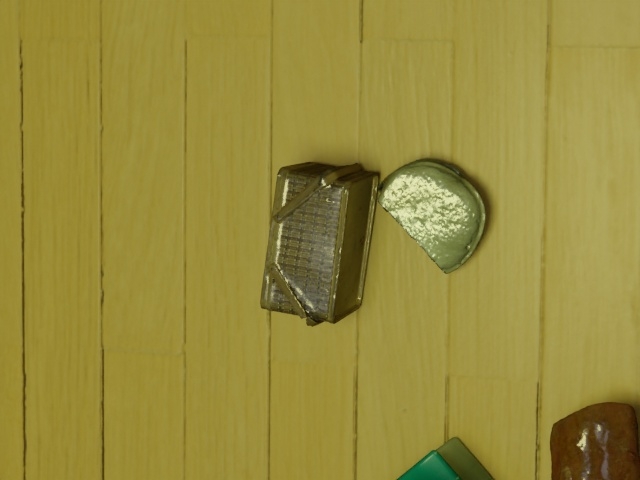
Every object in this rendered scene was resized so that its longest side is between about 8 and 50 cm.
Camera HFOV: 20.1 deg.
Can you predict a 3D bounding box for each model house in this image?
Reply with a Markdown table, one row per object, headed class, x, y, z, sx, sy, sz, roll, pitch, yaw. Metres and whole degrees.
| class | x | y | z | sx | sy | sz | roll | pitch | yaw |
| --- | --- | --- | --- | --- | --- | --- | --- | --- | --- |
| model house | 0.108 | 0.283 | 1.831 | 0.127 | 0.149 | 0.100 | -44 | 77 | 19 |

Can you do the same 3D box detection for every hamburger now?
| class | x | y | z | sx | sy | sz | roll | pitch | yaw |
| --- | --- | --- | --- | --- | --- | --- | --- | --- | --- |
| hamburger | 0.122 | -0.035 | 1.846 | 0.084 | 0.054 | 0.121 | -41 | 85 | 14 |

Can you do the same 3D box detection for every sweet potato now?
| class | x | y | z | sx | sy | sz | roll | pitch | yaw |
| --- | --- | --- | --- | --- | --- | --- | --- | --- | --- |
| sweet potato | 0.279 | 0.278 | 1.807 | 0.097 | 0.097 | 0.252 | 2 | 101 | 19 |

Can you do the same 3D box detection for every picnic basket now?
| class | x | y | z | sx | sy | sz | roll | pitch | yaw |
| --- | --- | --- | --- | --- | --- | --- | --- | --- | --- |
| picnic basket | 0.000 | 0.000 | 1.857 | 0.079 | 0.115 | 0.164 | 11 | 99 | 16 |
